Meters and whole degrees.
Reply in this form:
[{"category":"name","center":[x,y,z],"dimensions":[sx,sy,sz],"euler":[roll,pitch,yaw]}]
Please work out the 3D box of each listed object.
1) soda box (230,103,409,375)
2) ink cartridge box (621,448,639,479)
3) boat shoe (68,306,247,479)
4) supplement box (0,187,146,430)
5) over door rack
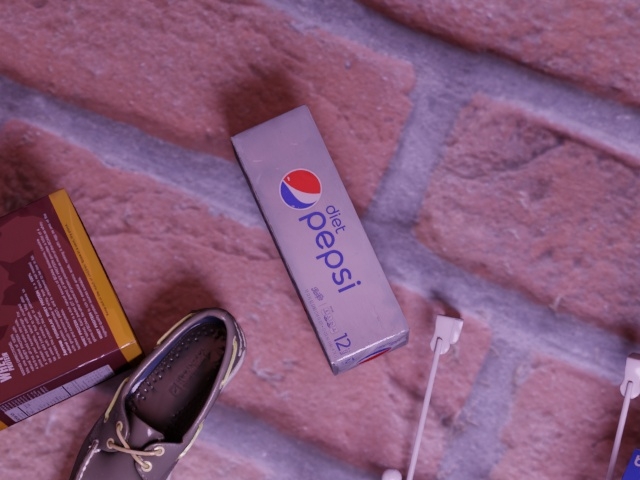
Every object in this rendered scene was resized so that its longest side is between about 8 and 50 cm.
[{"category":"soda box","center":[0.000,0.000,1.967],"dimensions":[0.098,0.091,0.286],"euler":[-24,77,-4]},{"category":"ink cartridge box","center":[0.399,0.279,1.764],"dimensions":[0.207,0.046,0.097],"euler":[10,54,32]},{"category":"boat shoe","center":[-0.188,0.201,1.919],"dimensions":[0.109,0.091,0.305],"euler":[33,79,8]},{"category":"supplement box","center":[-0.322,0.080,1.930],"dimensions":[0.194,0.129,0.191],"euler":[-25,78,-6]},{"category":"over door rack","center":[0.198,0.242,1.876],"dimensions":[0.239,0.108,0.324],"euler":[12,76,15]}]
